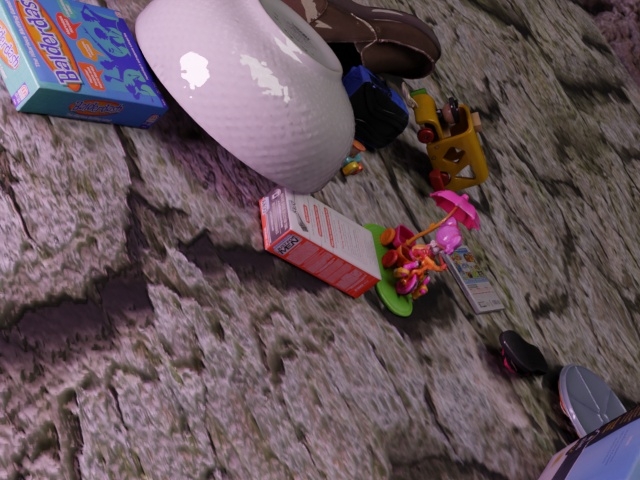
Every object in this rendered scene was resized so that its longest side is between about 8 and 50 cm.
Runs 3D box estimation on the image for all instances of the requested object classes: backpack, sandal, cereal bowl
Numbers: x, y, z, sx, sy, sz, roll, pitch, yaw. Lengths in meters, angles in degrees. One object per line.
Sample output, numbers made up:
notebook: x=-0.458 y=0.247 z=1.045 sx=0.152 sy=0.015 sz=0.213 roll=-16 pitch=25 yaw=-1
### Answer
backpack: x=0.082 y=-0.216 z=1.885 sx=0.120 sy=0.098 sz=0.101 roll=33 pitch=29 yaw=-28
sandal: x=0.307 y=0.183 z=1.811 sx=0.179 sy=0.040 sz=0.067 roll=29 pitch=38 yaw=-60
cereal bowl: x=-0.076 y=-0.230 z=1.570 sx=0.339 sy=0.141 sz=0.339 roll=39 pitch=20 yaw=-17

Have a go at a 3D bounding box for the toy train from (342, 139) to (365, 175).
toy train: x=0.011 y=-0.169 z=1.782 sx=0.166 sy=0.046 sz=0.125 roll=30 pitch=35 yaw=-32

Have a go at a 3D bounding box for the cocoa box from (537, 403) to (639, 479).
cocoa box: x=0.406 y=0.380 z=1.511 sx=0.231 sy=0.228 sz=0.347 roll=53 pitch=28 yaw=5

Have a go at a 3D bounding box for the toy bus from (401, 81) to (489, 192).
toy bus: x=0.220 y=-0.180 z=1.975 sx=0.202 sy=0.104 sz=0.191 roll=-3 pitch=77 yaw=-80

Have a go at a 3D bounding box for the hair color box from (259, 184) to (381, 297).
hair color box: x=0.000 y=0.000 z=1.561 sx=0.167 sy=0.053 sz=0.093 roll=31 pitch=34 yaw=-34

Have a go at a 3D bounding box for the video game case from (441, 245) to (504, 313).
video game case: x=0.241 y=0.062 z=1.878 sx=0.087 sy=0.011 sz=0.122 roll=-2 pitch=58 yaw=-55

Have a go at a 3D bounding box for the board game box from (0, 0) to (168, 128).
board game box: x=-0.295 y=-0.217 z=1.398 sx=0.210 sy=0.047 sz=0.160 roll=0 pitch=56 yaw=-55

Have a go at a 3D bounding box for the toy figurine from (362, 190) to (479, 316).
toy figurine: x=0.154 y=0.002 z=1.667 sx=0.130 sy=0.159 sz=0.173 roll=35 pitch=33 yaw=-26

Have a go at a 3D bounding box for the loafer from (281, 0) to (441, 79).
loafer: x=0.053 y=-0.318 z=1.964 sx=0.366 sy=0.134 sz=0.130 roll=10 pitch=71 yaw=-37

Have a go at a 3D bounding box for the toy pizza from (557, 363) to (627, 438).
toy pizza: x=0.440 y=0.289 z=1.874 sx=0.201 sy=0.032 sz=0.201 roll=35 pitch=33 yaw=-27
